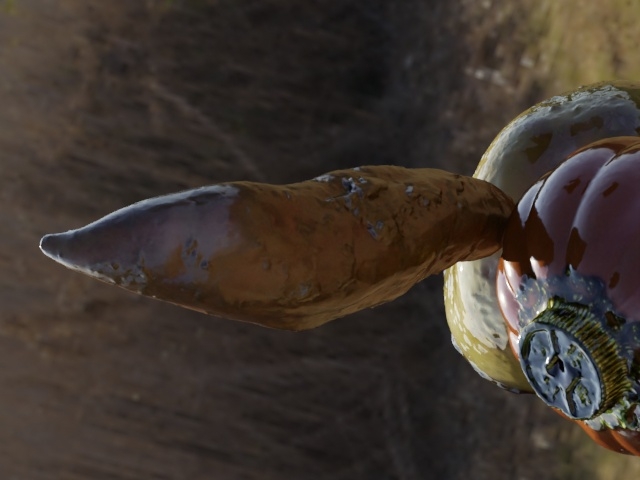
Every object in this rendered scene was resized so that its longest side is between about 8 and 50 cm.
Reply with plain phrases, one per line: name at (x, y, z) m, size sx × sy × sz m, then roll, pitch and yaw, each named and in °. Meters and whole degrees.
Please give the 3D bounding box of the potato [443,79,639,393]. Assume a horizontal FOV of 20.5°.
potato at (0.217, -0.018, 1.400) m, size 0.242 × 0.285 × 0.242 m, roll -21°, pitch -90°, yaw -85°

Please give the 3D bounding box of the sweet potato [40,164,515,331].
sweet potato at (0.005, 0.004, 1.118) m, size 0.106 × 0.354 × 0.095 m, roll 26°, pitch 116°, yaw 51°

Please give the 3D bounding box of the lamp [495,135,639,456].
lamp at (0.217, 0.039, 1.145) m, size 0.196 × 0.223 × 0.223 m, roll -32°, pitch -12°, yaw -34°
